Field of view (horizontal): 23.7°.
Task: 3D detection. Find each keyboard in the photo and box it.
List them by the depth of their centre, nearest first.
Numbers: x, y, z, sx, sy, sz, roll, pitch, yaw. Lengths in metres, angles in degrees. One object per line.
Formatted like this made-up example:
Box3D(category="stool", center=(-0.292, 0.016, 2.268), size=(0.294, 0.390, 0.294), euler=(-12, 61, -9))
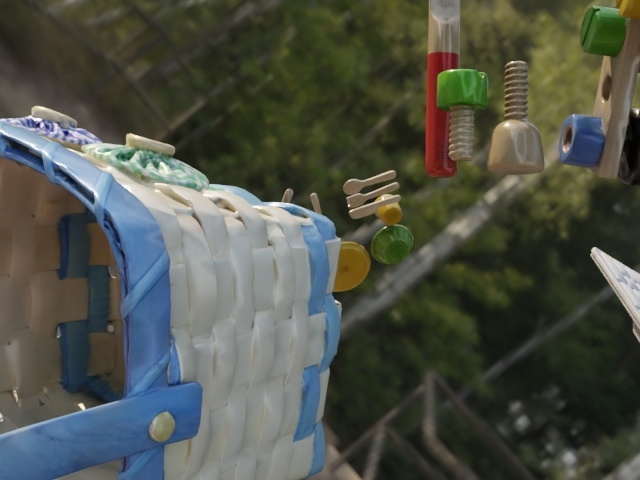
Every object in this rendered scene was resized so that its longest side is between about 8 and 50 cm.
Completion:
Box3D(category="keyboard", center=(0.245, 0.074, 0.880), size=(0.256, 0.014, 0.072), euler=(28, 30, -38))

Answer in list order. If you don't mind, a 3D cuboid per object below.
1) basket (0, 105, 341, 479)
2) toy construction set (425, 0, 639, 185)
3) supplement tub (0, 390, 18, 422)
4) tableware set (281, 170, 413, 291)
Box3D(category="basket", center=(-0.154, 0.047, 0.668), size=(0.255, 0.289, 0.201), euler=(16, -67, 40))
Box3D(category="toy construction set", center=(0.221, -0.167, 1.062), size=(0.257, 0.309, 0.237), euler=(22, 67, -73))
Box3D(category="supplement tub", center=(-0.240, 0.193, 1.097), size=(0.144, 0.199, 0.144), euler=(27, -36, 22))
Box3D(category="tableware set", center=(0.000, 0.000, 1.253), size=(0.024, 0.154, 0.104), euler=(-121, -166, -55))
